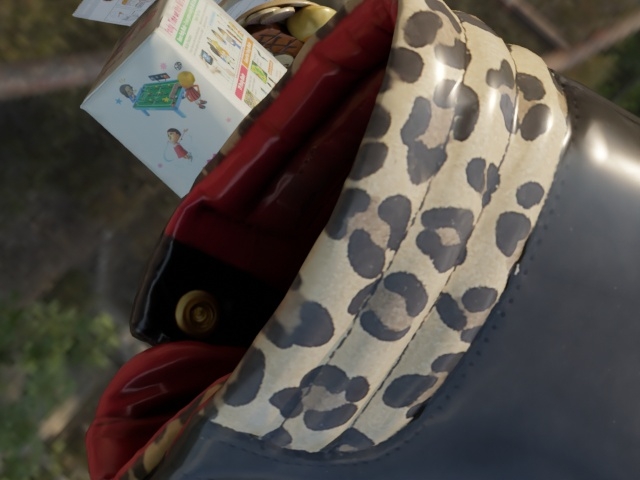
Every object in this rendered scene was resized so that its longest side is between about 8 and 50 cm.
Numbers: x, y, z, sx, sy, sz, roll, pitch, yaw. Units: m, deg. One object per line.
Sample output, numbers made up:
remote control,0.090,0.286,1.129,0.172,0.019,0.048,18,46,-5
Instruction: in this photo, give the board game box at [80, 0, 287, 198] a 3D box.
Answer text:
board game box,-0.051,-0.077,1.348,0.097,0.303,0.224,-43,-165,16

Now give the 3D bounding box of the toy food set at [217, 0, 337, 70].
toy food set,-0.042,-0.214,1.647,0.132,0.038,0.192,-34,151,34

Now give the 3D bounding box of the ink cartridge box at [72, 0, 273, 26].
ink cartridge box,-0.174,-0.318,1.913,0.181,0.224,0.056,-37,-130,56

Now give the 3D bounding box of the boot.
boot,0.054,0.105,0.530,0.377,0.284,0.138,-54,-154,28
